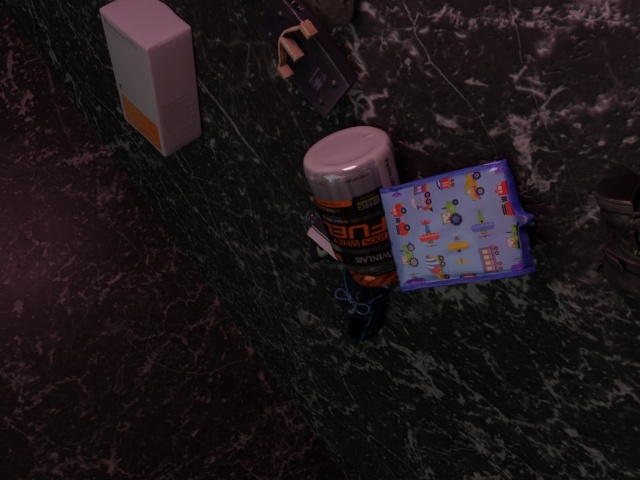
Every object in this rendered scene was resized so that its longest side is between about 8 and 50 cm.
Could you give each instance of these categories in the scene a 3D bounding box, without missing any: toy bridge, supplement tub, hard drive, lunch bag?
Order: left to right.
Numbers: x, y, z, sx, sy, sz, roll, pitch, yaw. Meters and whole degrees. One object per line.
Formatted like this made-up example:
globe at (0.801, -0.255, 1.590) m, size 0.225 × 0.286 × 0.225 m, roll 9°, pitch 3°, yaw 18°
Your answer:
toy bridge at (-0.063, -0.416, 1.412) m, size 0.063 × 0.026 × 0.188 m, roll 54°, pitch 154°, yaw 2°
hard drive at (-0.028, -0.413, 1.455) m, size 0.255 × 0.054 × 0.172 m, roll 52°, pitch 154°, yaw 1°
supplement tub at (0.102, -0.072, 1.509) m, size 0.207 × 0.207 × 0.338 m, roll 21°, pitch 142°, yaw 47°
lunch bag at (0.283, -0.028, 1.303) m, size 0.293 × 0.138 × 0.221 m, roll -10°, pitch 94°, yaw 48°

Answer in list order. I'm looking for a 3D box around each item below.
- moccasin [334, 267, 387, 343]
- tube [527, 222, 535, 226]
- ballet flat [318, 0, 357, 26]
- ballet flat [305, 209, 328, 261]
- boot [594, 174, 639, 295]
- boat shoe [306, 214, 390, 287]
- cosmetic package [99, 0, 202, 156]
moccasin at (0.124, 0.187, 1.914) m, size 0.137 × 0.116 × 0.342 m, roll 30°, pitch 147°, yaw 38°
tube at (0.346, -0.032, 1.350) m, size 0.080 × 0.052 × 0.207 m, roll 47°, pitch 149°, yaw -5°
ballet flat at (0.030, -0.519, 1.233) m, size 0.084 × 0.058 × 0.250 m, roll 13°, pitch 145°, yaw 22°
ballet flat at (0.000, 0.000, 1.935) m, size 0.074 × 0.074 × 0.203 m, roll 32°, pitch 146°, yaw 35°
boot at (0.554, 0.016, 1.038) m, size 0.263 × 0.091 × 0.229 m, roll 27°, pitch 151°, yaw 49°
boat shoe at (0.091, 0.016, 1.763) m, size 0.301 × 0.102 × 0.108 m, roll 38°, pitch -171°, yaw 38°
cosmetic package at (-0.507, -0.500, 2.013) m, size 0.230 × 0.161 × 0.453 m, roll 42°, pitch 152°, yaw 20°
